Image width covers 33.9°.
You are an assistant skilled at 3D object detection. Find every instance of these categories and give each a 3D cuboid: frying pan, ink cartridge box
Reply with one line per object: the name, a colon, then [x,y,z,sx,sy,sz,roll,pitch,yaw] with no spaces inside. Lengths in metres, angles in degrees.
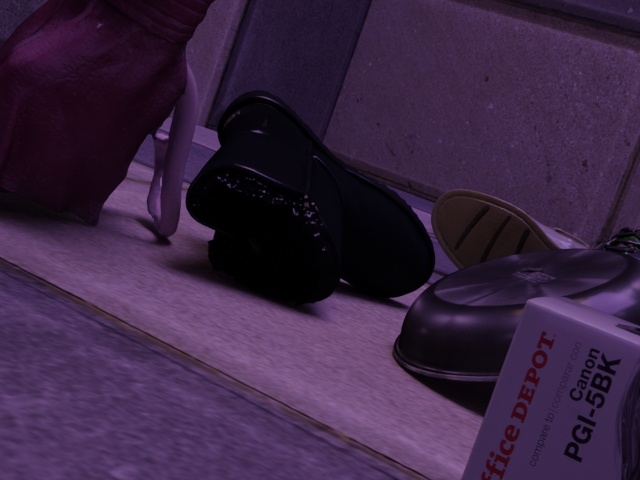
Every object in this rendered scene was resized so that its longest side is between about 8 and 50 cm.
frying pan: [0.206,0.036,0.694,0.326,0.053,0.197,-10,11,11]
ink cartridge box: [0.131,0.090,0.406,0.135,0.099,0.056,22,8,28]

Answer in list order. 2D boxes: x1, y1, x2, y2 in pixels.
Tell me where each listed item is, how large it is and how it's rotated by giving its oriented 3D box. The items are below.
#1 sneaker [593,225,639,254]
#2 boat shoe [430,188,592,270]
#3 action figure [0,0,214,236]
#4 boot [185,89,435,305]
sneaker: [0.446,0.037,1.600,0.134,0.146,0.344,24,9,36]
boat shoe: [0.277,0.035,1.326,0.302,0.113,0.103,32,8,12]
action figure: [-0.116,-0.168,0.730,0.276,0.370,0.248,30,23,-29]
boot: [0.000,0.000,0.846,0.246,0.094,0.207,44,20,-18]
